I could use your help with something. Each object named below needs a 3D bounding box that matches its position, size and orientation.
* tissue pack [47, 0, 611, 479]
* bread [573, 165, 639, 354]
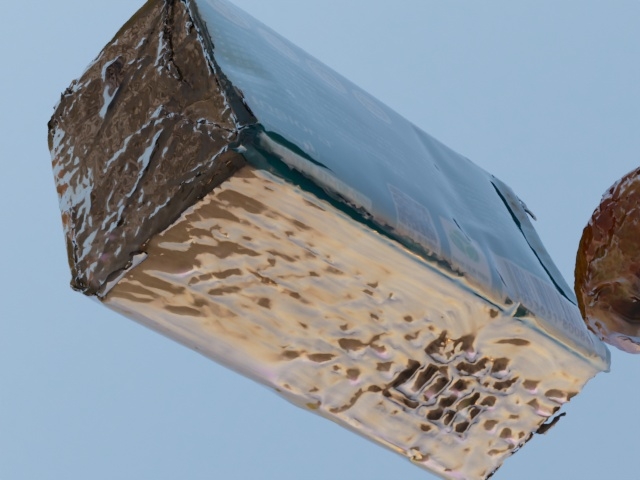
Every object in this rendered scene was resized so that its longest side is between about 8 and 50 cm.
[{"bbox_3d":[0.000,0.000,0.817,0.134,0.271,0.192,-48,-147,17],"label":"tissue pack"},{"bbox_3d":[0.206,-0.033,0.575,0.269,0.139,0.095,-50,-147,38],"label":"bread"}]
